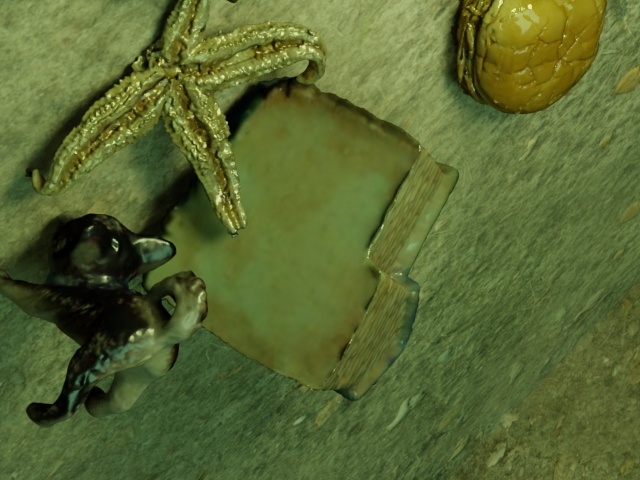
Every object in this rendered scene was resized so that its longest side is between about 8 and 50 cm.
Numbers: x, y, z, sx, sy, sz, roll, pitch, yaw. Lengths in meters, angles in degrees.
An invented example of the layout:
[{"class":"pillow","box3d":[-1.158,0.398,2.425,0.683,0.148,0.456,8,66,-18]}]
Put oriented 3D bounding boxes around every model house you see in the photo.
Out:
[{"class":"model house","box3d":[0.000,0.000,1.772,0.445,0.395,0.400,-64,157,0]}]

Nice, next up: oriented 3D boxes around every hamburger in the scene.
[{"class":"hamburger","box3d":[0.383,-0.367,1.869,0.318,0.158,0.318,-22,138,-21]}]

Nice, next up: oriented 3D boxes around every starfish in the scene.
[{"class":"starfish","box3d":[-0.194,-0.184,1.547,0.324,0.082,0.432,32,93,-28]}]

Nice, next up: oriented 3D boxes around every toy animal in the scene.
[{"class":"toy animal","box3d":[-0.318,0.079,1.535,0.302,0.344,0.194,-41,147,16]}]

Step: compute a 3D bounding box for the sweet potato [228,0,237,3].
[{"class":"sweet potato","box3d":[-0.075,-0.503,1.342,0.158,0.158,0.370,18,109,-49]}]
